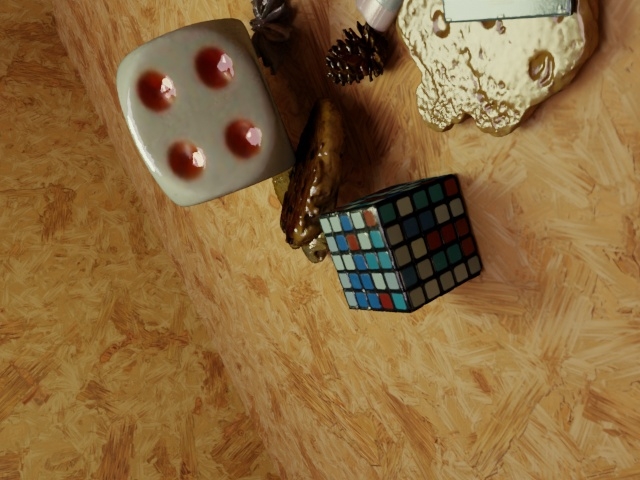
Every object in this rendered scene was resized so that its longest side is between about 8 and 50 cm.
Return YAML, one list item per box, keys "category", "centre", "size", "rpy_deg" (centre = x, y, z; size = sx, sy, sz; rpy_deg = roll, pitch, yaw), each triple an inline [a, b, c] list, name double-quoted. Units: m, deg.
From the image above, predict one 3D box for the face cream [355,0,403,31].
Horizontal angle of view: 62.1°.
- category: "face cream"
  centre: [0.117, -0.407, 0.782]
  size: [0.084, 0.057, 0.198]
  rpy_deg: [62, 153, 11]

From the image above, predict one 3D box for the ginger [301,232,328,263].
- category: "ginger"
  centre: [-0.001, 0.009, 1.273]
  size: [0.165, 0.067, 0.096]
  rpy_deg: [1, 90, 60]

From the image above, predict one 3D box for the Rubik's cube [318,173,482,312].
- category: "Rubik's cube"
  centre: [0.135, 0.004, 0.915]
  size: [0.184, 0.187, 0.182]
  rpy_deg: [-8, 103, 58]

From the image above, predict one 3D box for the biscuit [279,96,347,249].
- category: "biscuit"
  centre: [-0.011, -0.123, 1.078]
  size: [0.334, 0.081, 0.290]
  rpy_deg: [132, 146, -68]

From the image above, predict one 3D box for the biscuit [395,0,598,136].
- category: "biscuit"
  centre: [0.223, -0.286, 0.689]
  size: [0.269, 0.051, 0.376]
  rpy_deg: [53, 149, 20]

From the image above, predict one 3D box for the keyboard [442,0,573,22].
- category: "keyboard"
  centre: [0.216, -0.292, 0.633]
  size: [0.176, 0.014, 0.055]
  rpy_deg: [23, 132, 49]

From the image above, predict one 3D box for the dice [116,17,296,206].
- category: "dice"
  centre: [-0.221, -0.253, 1.087]
  size: [0.304, 0.276, 0.304]
  rpy_deg: [-94, -16, -77]

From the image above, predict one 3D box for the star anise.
- category: "star anise"
  centre: [-0.102, -0.454, 1.116]
  size: [0.195, 0.065, 0.182]
  rpy_deg: [-124, 31, -43]

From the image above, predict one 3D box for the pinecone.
- category: "pinecone"
  centre: [0.063, -0.308, 0.902]
  size: [0.109, 0.102, 0.102]
  rpy_deg: [-39, 73, 30]

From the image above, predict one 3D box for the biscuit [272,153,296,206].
- category: "biscuit"
  centre: [-0.064, -0.132, 1.324]
  size: [0.188, 0.027, 0.188]
  rpy_deg: [37, 139, 42]
